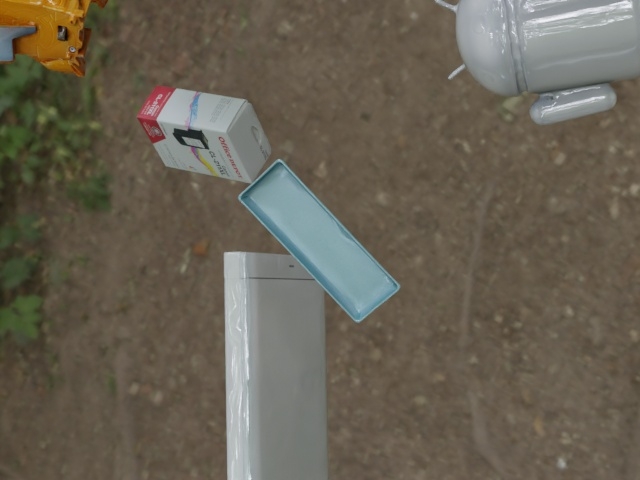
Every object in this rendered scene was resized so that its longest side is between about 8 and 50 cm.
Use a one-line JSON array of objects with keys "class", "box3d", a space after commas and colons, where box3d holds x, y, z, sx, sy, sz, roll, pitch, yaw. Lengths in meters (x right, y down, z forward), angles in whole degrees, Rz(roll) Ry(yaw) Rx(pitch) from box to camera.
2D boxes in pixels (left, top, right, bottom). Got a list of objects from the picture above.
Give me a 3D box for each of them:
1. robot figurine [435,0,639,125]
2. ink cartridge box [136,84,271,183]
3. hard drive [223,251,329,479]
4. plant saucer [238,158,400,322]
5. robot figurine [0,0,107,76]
[{"class": "robot figurine", "box3d": [0.352, -0.319, 1.507, 0.353, 0.300, 0.200, -6, 14, 14]}, {"class": "ink cartridge box", "box3d": [-0.182, -0.168, 1.631, 0.175, 0.127, 0.072, 13, 59, 28]}, {"class": "hard drive", "box3d": [-0.055, 0.196, 1.391, 0.047, 0.233, 0.353, -2, 86, 25]}, {"class": "plant saucer", "box3d": [0.000, 0.000, 1.115, 0.067, 0.192, 0.018, -41, 6, 20]}, {"class": "robot figurine", "box3d": [-0.315, -0.207, 0.791, 0.211, 0.291, 0.085, -87, 6, -46]}]
